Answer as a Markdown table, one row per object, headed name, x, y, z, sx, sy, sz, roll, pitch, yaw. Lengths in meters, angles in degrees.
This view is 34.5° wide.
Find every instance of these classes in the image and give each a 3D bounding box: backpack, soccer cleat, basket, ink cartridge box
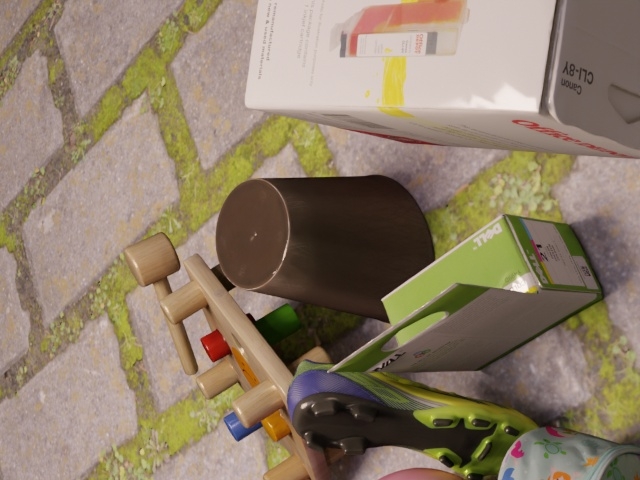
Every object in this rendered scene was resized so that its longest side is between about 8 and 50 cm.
| name | x | y | z | sx | sy | sz | roll | pitch | yaw |
| --- | --- | --- | --- | --- | --- | --- | --- | --- | --- |
| backpack | 0.246 | 0.307 | 0.962 | 0.191 | 0.225 | 0.253 | 2 | 77 | 42 |
| soccer cleat | 0.105 | 0.181 | 1.105 | 0.121 | 0.289 | 0.093 | -100 | 25 | -59 |
| basket | 0.000 | 0.000 | 1.235 | 0.154 | 0.227 | 0.204 | -42 | 58 | 34 |
| ink cartridge box | 0.156 | -0.186 | 1.067 | 0.385 | 0.279 | 0.160 | 10 | 92 | 44 |
| ink cartridge box | 0.140 | 0.057 | 1.069 | 0.189 | 0.255 | 0.097 | -38 | 60 | 35 |

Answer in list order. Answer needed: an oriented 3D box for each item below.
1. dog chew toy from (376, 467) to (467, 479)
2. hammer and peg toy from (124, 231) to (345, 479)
| name | x | y | z | sx | sy | sz | roll | pitch | yaw |
| --- | --- | --- | --- | --- | --- | --- | --- | --- | --- |
| dog chew toy | 0.060 | 0.364 | 1.163 | 0.332 | 0.207 | 0.206 | -18 | 73 | 50 |
| hammer and peg toy | -0.102 | 0.140 | 1.324 | 0.361 | 0.127 | 0.266 | 47 | 162 | 38 |
